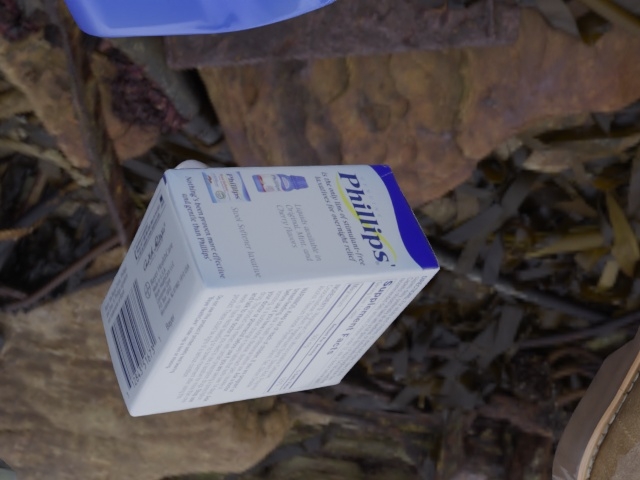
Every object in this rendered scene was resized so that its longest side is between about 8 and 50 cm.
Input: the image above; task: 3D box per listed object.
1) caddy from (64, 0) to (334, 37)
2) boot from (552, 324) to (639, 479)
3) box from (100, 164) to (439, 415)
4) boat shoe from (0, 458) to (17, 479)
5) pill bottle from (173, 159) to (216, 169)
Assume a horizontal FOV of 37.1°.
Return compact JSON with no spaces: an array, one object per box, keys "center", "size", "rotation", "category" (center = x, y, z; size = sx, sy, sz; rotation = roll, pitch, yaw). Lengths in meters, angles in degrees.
[{"center":[-0.084,-0.280,0.698],"size":[0.341,0.241,0.179],"rotation":[7,131,37],"category":"caddy"},{"center":[0.233,0.030,0.483],"size":[0.112,0.305,0.115],"rotation":[19,-175,-26],"category":"boot"},{"center":[-0.031,0.026,0.510],"size":[0.137,0.072,0.126],"rotation":[-3,146,-32],"category":"box"},{"center":[-0.312,0.183,0.734],"size":[0.094,0.109,0.302],"rotation":[21,171,-29],"category":"boat shoe"},{"center":[-0.100,-0.024,1.119],"size":[0.169,0.094,0.094],"rotation":[23,143,-38],"category":"pill bottle"}]
